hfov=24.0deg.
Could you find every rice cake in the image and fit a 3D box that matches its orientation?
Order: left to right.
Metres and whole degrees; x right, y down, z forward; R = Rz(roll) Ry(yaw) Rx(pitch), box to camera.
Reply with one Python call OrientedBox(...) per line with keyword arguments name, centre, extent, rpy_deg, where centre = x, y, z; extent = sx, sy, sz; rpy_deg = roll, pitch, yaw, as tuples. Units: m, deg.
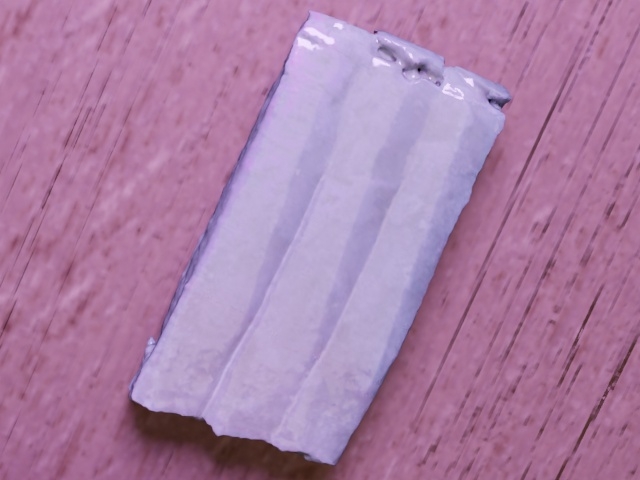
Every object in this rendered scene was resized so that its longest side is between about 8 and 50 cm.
OrientedBox(name="rice cake", centre=(0.000, 0.000, 0.734), extent=(0.124, 0.038, 0.211), rpy_deg=(20, 96, -10))
